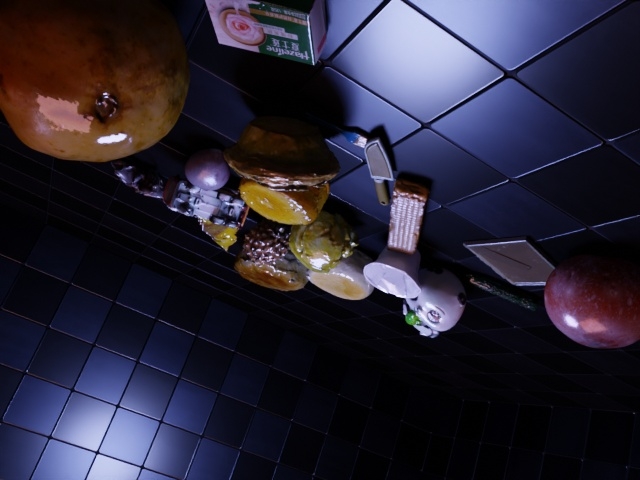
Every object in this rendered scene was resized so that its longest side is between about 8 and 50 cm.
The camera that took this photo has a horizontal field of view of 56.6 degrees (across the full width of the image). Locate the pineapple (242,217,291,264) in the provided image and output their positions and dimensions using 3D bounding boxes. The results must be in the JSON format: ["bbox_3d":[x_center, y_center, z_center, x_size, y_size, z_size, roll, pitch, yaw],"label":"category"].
[{"bbox_3d":[-0.172,-0.003,2.008,0.166,0.166,0.193,27,141,-19],"label":"pineapple"}]

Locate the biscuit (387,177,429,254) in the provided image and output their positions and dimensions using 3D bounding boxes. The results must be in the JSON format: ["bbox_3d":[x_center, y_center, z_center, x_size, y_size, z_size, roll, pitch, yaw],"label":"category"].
[{"bbox_3d":[0.238,-0.057,1.636,0.094,0.054,0.379,15,159,11],"label":"biscuit"}]

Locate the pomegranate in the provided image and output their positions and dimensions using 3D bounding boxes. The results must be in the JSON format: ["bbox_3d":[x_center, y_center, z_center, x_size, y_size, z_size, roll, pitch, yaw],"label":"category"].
[{"bbox_3d":[-0.444,-0.348,1.148,0.409,0.410,0.410,17,160,7],"label":"pomegranate"}]

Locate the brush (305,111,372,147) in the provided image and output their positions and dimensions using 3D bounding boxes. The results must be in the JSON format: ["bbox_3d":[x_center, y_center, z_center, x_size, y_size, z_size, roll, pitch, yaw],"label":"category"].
[{"bbox_3d":[0.040,-0.257,1.368,0.164,0.014,0.051,24,158,-8],"label":"brush"}]

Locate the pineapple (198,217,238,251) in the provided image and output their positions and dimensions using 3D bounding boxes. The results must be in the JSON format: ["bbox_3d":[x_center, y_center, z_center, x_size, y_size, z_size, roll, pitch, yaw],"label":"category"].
[{"bbox_3d":[-0.340,-0.108,2.010,0.250,0.164,0.140,50,-177,-47],"label":"pineapple"}]

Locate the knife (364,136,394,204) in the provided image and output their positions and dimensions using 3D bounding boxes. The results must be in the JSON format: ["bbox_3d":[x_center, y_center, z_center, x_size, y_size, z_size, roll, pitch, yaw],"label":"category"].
[{"bbox_3d":[0.154,-0.167,1.471,0.061,0.027,0.343,12,161,18],"label":"knife"}]

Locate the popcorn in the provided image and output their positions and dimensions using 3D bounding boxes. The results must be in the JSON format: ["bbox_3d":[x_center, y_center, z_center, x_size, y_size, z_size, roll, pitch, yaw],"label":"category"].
[{"bbox_3d":[0.000,0.000,1.831,0.204,0.183,0.221,58,152,-11],"label":"popcorn"}]

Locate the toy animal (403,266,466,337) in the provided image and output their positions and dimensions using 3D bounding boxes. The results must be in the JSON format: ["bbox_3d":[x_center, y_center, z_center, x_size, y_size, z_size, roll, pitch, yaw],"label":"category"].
[{"bbox_3d":[0.370,0.208,1.973,0.212,0.213,0.267,15,163,14],"label":"toy animal"}]

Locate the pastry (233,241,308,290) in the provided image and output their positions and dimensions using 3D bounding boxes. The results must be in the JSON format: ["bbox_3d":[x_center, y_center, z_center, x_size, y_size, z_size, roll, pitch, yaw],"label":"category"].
[{"bbox_3d":[-0.185,0.105,2.325,0.329,0.136,0.330,16,158,7],"label":"pastry"}]

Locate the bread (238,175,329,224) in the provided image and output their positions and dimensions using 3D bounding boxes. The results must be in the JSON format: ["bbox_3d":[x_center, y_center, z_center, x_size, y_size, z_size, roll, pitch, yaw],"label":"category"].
[{"bbox_3d":[-0.100,-0.145,1.596,0.268,0.146,0.268,21,159,9],"label":"bread"}]

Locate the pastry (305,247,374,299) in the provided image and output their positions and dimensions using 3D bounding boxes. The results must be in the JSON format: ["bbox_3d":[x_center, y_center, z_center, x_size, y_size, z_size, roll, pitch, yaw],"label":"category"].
[{"bbox_3d":[0.078,0.106,2.089,0.264,0.133,0.265,17,159,7],"label":"pastry"}]

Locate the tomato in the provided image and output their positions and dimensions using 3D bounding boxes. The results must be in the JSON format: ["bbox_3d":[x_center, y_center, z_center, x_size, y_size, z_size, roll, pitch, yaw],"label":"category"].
[{"bbox_3d":[0.710,0.162,1.515,0.270,0.227,0.270,16,157,7],"label":"tomato"}]

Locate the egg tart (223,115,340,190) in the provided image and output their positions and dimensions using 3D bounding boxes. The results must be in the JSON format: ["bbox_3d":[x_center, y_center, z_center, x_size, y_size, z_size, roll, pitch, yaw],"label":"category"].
[{"bbox_3d":[-0.085,-0.210,1.358,0.288,0.288,0.119,14,115,16],"label":"egg tart"}]

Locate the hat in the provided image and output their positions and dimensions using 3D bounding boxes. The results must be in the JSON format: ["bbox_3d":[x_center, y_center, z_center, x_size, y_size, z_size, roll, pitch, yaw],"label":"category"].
[{"bbox_3d":[0.244,0.081,1.868,0.203,0.126,0.203,21,156,10],"label":"hat"}]

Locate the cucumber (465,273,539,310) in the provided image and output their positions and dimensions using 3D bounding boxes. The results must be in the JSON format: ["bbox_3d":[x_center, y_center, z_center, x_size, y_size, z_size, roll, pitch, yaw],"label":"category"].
[{"bbox_3d":[0.580,0.160,1.894,0.256,0.043,0.044,23,155,-5],"label":"cucumber"}]

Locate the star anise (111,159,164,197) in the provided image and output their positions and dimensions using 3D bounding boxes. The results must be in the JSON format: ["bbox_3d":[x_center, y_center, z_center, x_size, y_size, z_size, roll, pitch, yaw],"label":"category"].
[{"bbox_3d":[-0.595,-0.202,1.986,0.231,0.089,0.209,17,173,24],"label":"star anise"}]

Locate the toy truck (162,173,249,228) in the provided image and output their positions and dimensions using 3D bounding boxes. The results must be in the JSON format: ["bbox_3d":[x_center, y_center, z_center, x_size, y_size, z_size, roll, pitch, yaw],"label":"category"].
[{"bbox_3d":[-0.344,-0.118,1.834,0.270,0.114,0.135,17,-175,-36],"label":"toy truck"}]

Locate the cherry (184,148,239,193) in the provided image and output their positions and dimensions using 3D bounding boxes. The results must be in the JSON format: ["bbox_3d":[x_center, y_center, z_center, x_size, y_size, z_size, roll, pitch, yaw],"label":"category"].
[{"bbox_3d":[-0.293,-0.198,1.712,0.188,0.115,0.148,21,120,-22],"label":"cherry"}]

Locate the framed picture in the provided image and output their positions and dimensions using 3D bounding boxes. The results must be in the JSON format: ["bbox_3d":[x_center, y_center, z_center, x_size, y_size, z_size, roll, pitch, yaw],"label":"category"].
[{"bbox_3d":[0.568,0.067,1.701,0.281,0.019,0.208,34,156,-34],"label":"framed picture"}]

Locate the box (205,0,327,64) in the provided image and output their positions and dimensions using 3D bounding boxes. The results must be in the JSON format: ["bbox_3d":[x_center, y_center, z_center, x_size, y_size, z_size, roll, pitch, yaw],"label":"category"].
[{"bbox_3d":[-0.092,-0.397,1.038,0.199,0.081,0.135,18,160,11],"label":"box"}]
